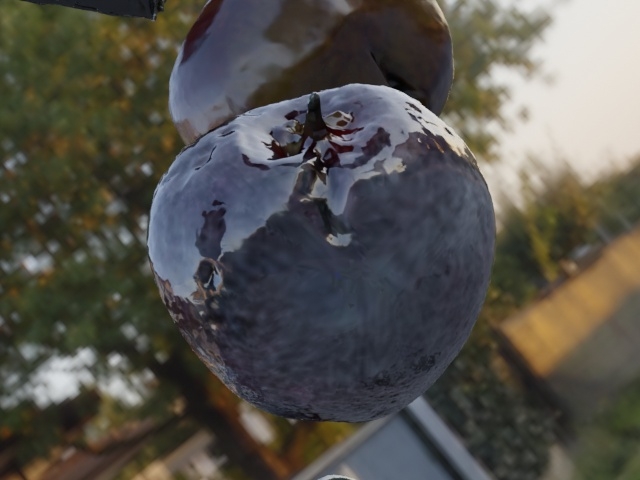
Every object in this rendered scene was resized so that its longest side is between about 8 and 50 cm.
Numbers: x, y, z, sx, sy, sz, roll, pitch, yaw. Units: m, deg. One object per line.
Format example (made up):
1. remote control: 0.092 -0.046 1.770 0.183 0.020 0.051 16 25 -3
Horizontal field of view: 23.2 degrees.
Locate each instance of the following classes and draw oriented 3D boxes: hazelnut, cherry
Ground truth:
1. hazelnut: -0.014 -0.144 1.333 0.252 0.217 0.217 -27 -13 -29
2. cherry: 0.001 0.010 0.867 0.195 0.195 0.195 -39 -7 -6

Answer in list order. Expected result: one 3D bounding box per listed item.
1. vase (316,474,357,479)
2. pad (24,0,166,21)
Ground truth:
1. vase: -0.056 0.321 1.280 0.301 0.251 0.156 -52 -4 23
2. pad: -0.255 -0.295 1.429 0.022 0.233 0.174 -74 -8 -55
